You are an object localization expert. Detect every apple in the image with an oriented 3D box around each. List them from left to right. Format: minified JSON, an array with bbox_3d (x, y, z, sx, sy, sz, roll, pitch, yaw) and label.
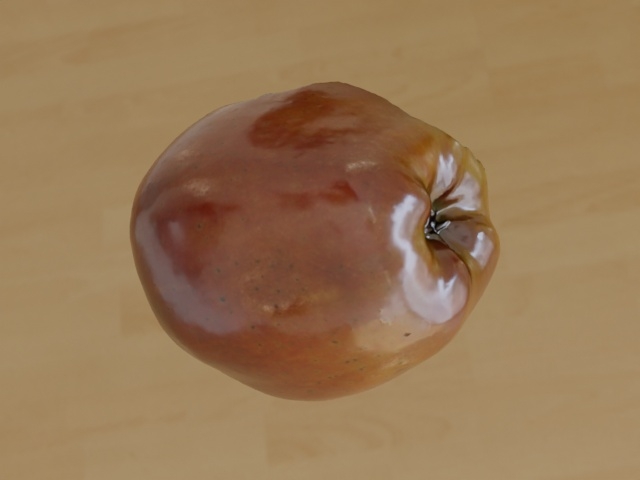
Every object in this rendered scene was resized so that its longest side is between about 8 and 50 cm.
[{"bbox_3d":[-0.002,0.003,0.732,0.158,0.156,0.147,-7,27,48],"label":"apple"}]
